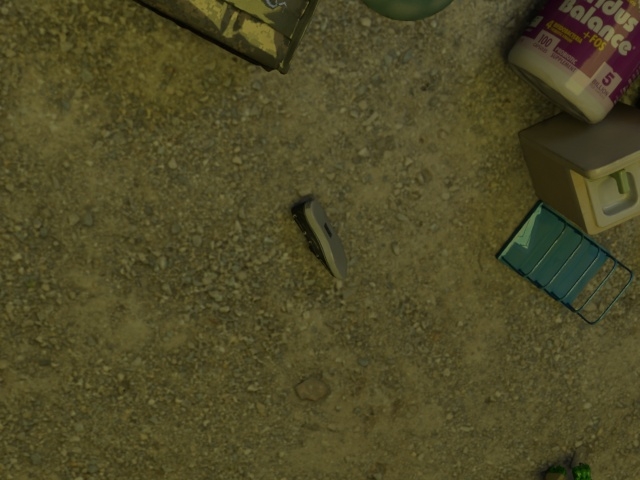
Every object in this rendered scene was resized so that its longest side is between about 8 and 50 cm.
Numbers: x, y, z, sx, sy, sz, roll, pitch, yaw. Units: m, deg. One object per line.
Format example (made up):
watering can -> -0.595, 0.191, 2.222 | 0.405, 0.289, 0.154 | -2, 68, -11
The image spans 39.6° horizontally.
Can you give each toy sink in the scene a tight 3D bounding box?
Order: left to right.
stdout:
toy sink -> 0.422, -0.106, 1.311 | 0.152, 0.234, 0.131 | -25, 113, -4

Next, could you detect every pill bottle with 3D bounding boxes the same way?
pill bottle -> 0.420, -0.330, 1.261 | 0.169, 0.169, 0.301 | 33, 100, -22

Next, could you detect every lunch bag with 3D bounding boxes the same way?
lunch bag -> -0.089, -0.389, 1.125 | 0.235, 0.169, 0.287 | 26, 95, -17

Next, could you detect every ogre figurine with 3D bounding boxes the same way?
ogre figurine -> 0.416, 0.494, 1.612 | 0.197, 0.097, 0.118 | -35, 103, -11

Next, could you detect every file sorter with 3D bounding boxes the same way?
file sorter -> 0.396, 0.039, 1.430 | 0.170, 0.104, 0.118 | 33, 99, -21

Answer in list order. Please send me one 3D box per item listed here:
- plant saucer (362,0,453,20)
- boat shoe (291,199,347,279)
plant saucer -> 0.131, -0.403, 1.239 | 0.195, 0.037, 0.195 | -5, 111, -12
boat shoe -> 0.000, 0.000, 1.359 | 0.040, 0.049, 0.142 | -11, 119, 27
